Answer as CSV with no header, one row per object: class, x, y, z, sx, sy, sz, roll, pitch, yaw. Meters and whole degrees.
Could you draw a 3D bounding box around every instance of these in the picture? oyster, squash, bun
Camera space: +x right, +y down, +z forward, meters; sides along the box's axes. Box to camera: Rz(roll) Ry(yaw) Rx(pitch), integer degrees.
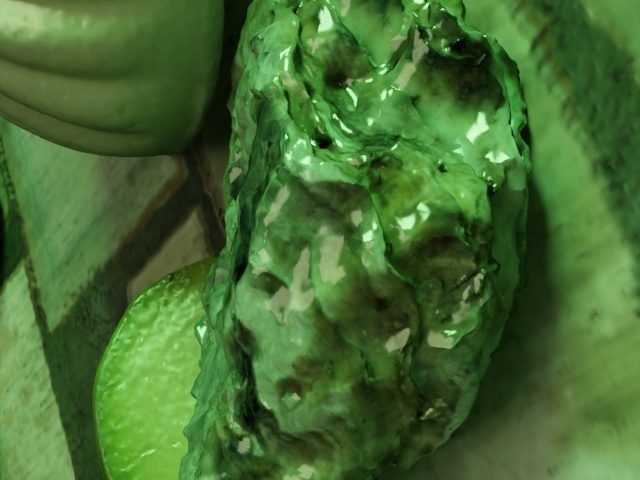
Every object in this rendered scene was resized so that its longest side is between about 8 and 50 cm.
oyster,0.000,0.000,0.438,0.198,0.112,0.267,-23,66,50
squash,-0.102,0.126,0.587,0.184,0.085,0.191,-41,58,41
bun,-0.164,-0.168,0.543,0.263,0.175,0.263,171,90,-70
